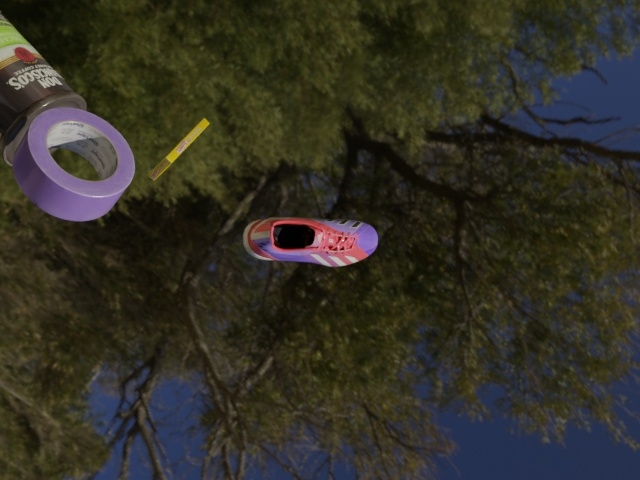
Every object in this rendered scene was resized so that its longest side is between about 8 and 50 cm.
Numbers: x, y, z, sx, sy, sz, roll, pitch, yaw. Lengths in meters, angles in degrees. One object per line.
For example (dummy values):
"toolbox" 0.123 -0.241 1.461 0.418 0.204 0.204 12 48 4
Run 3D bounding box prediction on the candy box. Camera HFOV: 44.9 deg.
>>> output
"candy box" -0.381 -0.247 2.085 0.105 0.027 0.206 -30 -161 42

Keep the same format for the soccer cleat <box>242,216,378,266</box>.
"soccer cleat" 0.000 0.000 1.631 0.116 0.318 0.108 -8 -99 61

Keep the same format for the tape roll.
"tape roll" -0.425 -0.132 1.340 0.080 0.189 0.189 -41 -152 39

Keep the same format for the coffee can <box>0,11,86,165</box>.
"coffee can" -0.648 -0.316 1.579 0.201 0.275 0.201 -44 175 -5
